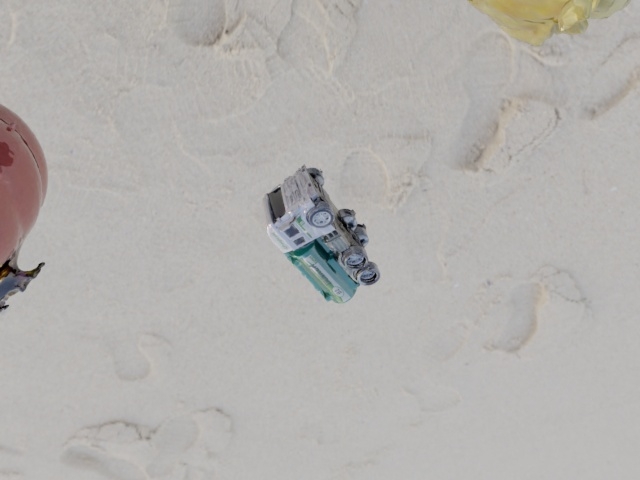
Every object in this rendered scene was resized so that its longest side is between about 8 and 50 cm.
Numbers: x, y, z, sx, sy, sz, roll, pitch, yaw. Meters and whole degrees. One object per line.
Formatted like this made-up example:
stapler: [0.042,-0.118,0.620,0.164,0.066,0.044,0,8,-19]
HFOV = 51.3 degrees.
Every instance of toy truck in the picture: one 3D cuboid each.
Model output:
toy truck: [0.000,0.000,0.368,0.044,0.039,0.083,-29,133,13]

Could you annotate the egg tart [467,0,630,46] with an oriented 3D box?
egg tart: [0.088,-0.296,0.408,0.169,0.388,0.388,-17,130,0]

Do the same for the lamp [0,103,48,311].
lamp: [-0.264,-0.014,0.460,0.182,0.182,0.140,-32,123,24]
